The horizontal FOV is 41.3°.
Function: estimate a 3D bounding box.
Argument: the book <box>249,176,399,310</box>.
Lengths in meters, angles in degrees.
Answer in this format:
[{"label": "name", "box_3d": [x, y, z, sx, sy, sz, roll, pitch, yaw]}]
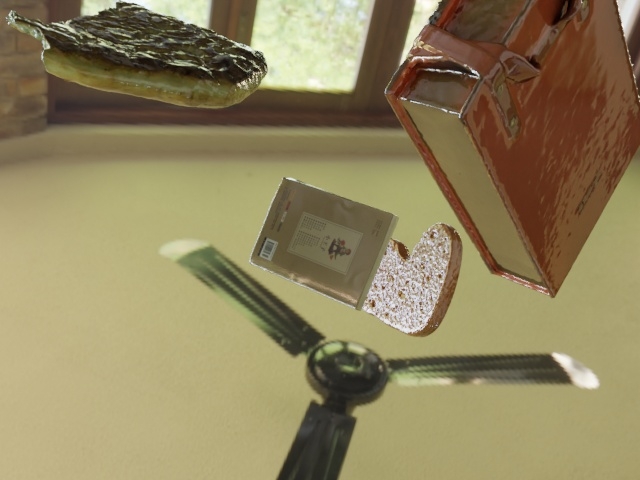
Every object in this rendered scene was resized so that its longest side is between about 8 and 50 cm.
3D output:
[{"label": "book", "box_3d": [0.000, 0.000, 1.174, 0.199, 0.138, 0.016, 22, 179, 34]}]

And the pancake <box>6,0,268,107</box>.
[{"label": "pancake", "box_3d": [-0.258, -0.276, 1.273, 0.305, 0.067, 0.427, 27, -154, 11]}]

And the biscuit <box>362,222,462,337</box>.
[{"label": "biscuit", "box_3d": [0.144, 0.051, 1.348, 0.036, 0.186, 0.192, 9, -170, -37]}]

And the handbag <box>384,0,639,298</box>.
[{"label": "handbag", "box_3d": [0.114, -0.067, 0.452, 0.063, 0.190, 0.127, 23, -106, 38]}]
